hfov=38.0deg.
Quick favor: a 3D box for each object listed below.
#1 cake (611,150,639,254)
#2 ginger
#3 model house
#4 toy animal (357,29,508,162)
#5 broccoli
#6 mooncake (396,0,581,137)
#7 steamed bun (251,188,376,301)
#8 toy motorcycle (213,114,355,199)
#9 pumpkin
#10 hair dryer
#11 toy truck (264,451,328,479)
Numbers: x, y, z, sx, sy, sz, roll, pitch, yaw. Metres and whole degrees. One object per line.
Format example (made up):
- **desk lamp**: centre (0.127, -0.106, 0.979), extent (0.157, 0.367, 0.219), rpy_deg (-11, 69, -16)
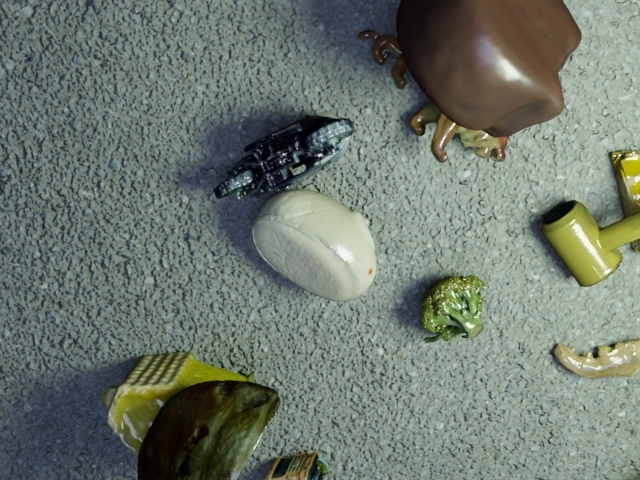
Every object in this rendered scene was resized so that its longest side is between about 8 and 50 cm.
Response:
- **cake**: centre (0.548, -0.069, 1.614), extent (0.116, 0.080, 0.185), rpy_deg (14, 108, -6)
- **ginger**: centre (0.517, 0.218, 1.698), extent (0.173, 0.051, 0.069), rpy_deg (-5, 100, 0)
- **model house**: centre (-0.256, 0.287, 1.647), extent (0.234, 0.193, 0.174), rpy_deg (28, 103, -4)
- **toy animal**: centre (0.211, -0.253, 1.571), extent (0.157, 0.097, 0.312), rpy_deg (-31, 100, -5)
- **broccoli**: centre (0.237, 0.122, 1.640), extent (0.131, 0.120, 0.130), rpy_deg (-20, 134, -28)
- **mooncake**: centre (0.266, -0.312, 1.443), extent (0.334, 0.326, 0.174), rpy_deg (21, 140, -39)
- **steamed bun**: centre (0.000, 0.000, 1.594), extent (0.228, 0.177, 0.130), rpy_deg (35, 57, 5)
- **toy motorcycle**: centre (-0.053, -0.142, 1.576), extent (0.270, 0.159, 0.106), rpy_deg (-25, 93, 22)
- **pumpkin**: centre (-0.209, 0.344, 1.473), extent (0.148, 0.169, 0.312), rpy_deg (33, 100, -7)
- **hair dryer**: centre (0.515, -0.030, 1.561), extent (0.279, 0.090, 0.135), rpy_deg (-28, 103, 43)
- **toy truck**: centre (-0.046, 0.532, 1.751), extent (0.140, 0.108, 0.256), rpy_deg (-6, 107, 15)
